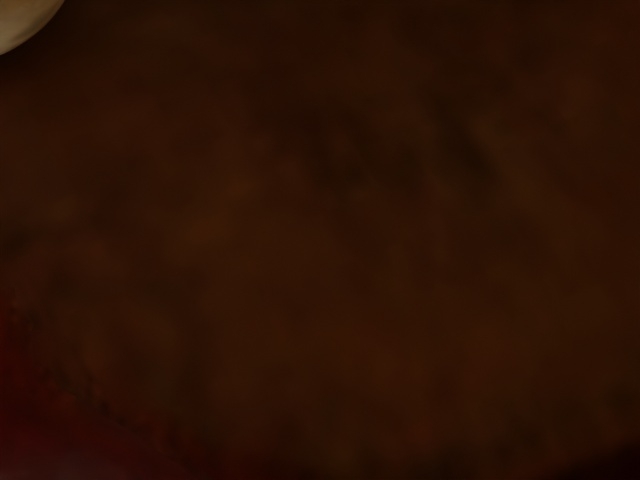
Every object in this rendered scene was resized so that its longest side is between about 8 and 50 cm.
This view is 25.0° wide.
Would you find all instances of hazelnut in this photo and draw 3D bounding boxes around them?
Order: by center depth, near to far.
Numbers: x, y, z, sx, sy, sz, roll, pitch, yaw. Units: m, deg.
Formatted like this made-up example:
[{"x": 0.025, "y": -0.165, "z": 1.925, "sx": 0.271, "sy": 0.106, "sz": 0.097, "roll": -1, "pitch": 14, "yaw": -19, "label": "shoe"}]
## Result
[{"x": 0.000, "y": 0.000, "z": 0.609, "sx": 0.409, "sy": 0.359, "sz": 0.359, "roll": -18, "pitch": -147, "yaw": -28, "label": "hazelnut"}]

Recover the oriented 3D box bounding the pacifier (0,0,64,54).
[{"x": -0.112, "y": -0.184, "z": 0.410, "sx": 0.288, "sy": 0.269, "sz": 0.343, "roll": -6, "pitch": -160, "yaw": 0, "label": "pacifier"}]
